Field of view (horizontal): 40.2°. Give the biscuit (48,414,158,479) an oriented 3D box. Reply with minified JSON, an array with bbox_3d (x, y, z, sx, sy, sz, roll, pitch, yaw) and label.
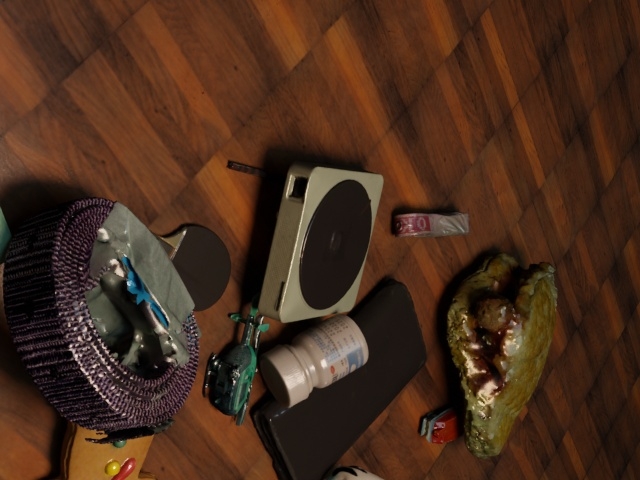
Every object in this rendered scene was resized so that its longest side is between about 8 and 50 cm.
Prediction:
[{"bbox_3d":[-0.314,0.360,1.267,0.216,0.047,0.340,14,97,-44],"label":"biscuit"}]

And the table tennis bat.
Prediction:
[{"bbox_3d":[-0.213,0.030,1.328,0.220,0.019,0.130,40,70,-47],"label":"table tennis bat"}]

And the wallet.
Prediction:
[{"bbox_3d":[0.051,0.274,1.654,0.406,0.062,0.228,-41,128,-31],"label":"wallet"}]

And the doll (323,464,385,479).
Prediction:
[{"bbox_3d":[0.035,0.488,1.629,0.110,0.107,0.181,-5,136,-46],"label":"doll"}]

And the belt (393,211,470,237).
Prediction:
[{"bbox_3d":[0.232,-0.031,1.754,0.232,0.071,0.053,-4,88,-49],"label":"belt"}]

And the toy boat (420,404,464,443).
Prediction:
[{"bbox_3d":[0.278,0.406,1.939,0.173,0.058,0.069,-5,105,-54],"label":"toy boat"}]

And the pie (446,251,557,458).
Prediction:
[{"bbox_3d":[0.402,0.249,1.939,0.395,0.180,0.418,-34,129,-51],"label":"pie"}]

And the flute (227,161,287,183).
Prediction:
[{"bbox_3d":[-0.054,-0.100,1.466,0.269,0.014,0.014,12,92,-49],"label":"flute"}]

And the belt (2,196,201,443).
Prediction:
[{"bbox_3d":[-0.281,0.099,1.151,0.325,0.122,0.260,65,29,-21],"label":"belt"}]

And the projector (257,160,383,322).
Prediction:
[{"bbox_3d":[0.000,0.000,1.483,0.259,0.079,0.257,-1,106,-59],"label":"projector"}]

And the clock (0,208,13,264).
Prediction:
[{"bbox_3d":[-0.445,0.000,1.052,0.135,0.041,0.101,-32,124,-36],"label":"clock"}]

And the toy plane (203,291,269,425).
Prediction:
[{"bbox_3d":[-0.130,0.198,1.438,0.096,0.060,0.235,4,101,-56],"label":"toy plane"}]

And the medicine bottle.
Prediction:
[{"bbox_3d":[-0.010,0.204,1.499,0.168,0.105,0.105,-26,120,-23],"label":"medicine bottle"}]
